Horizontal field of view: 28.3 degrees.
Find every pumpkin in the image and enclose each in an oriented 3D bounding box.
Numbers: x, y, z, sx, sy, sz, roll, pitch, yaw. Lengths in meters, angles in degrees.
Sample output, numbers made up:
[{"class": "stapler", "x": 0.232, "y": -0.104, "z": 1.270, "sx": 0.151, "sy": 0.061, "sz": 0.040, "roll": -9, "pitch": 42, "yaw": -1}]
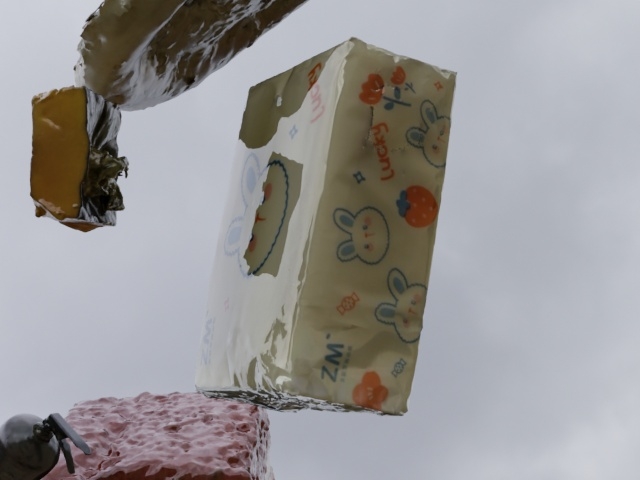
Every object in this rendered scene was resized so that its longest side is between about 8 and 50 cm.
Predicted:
[{"class": "pumpkin", "x": -0.142, "y": -0.047, "z": 0.761, "sx": 0.054, "sy": 0.083, "sz": 0.074, "roll": 3, "pitch": -1, "yaw": 6}]

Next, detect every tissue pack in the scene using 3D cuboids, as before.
[{"class": "tissue pack", "x": 0.000, "y": 0.000, "z": 0.727, "sx": 0.092, "sy": 0.196, "sz": 0.148, "roll": 13, "pitch": -11, "yaw": -24}]

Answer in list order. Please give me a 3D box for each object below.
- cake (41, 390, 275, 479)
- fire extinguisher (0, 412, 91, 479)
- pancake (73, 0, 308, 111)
[{"class": "cake", "x": -0.192, "y": 0.378, "z": 1.591, "sx": 0.270, "sy": 0.270, "sz": 0.319, "roll": -4, "pitch": -75, "yaw": 5}, {"class": "fire extinguisher", "x": -0.339, "y": 0.255, "z": 1.336, "sx": 0.268, "sy": 0.089, "sz": 0.072, "roll": -40, "pitch": -21, "yaw": 28}, {"class": "pancake", "x": -0.029, "y": -0.206, "z": 0.895, "sx": 0.356, "sy": 0.065, "sz": 0.356, "roll": -37, "pitch": -1, "yaw": -1}]
